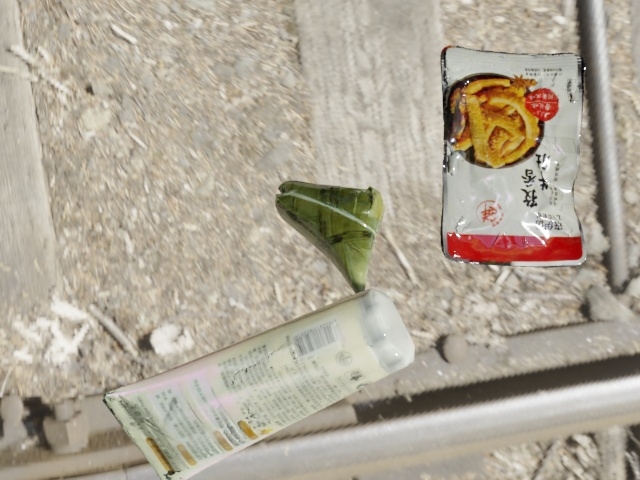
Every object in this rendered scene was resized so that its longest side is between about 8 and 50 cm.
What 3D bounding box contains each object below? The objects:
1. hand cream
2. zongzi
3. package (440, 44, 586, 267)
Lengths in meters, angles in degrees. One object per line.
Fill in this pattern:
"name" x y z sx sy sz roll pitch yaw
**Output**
"hand cream" -0.025 0.067 0.532 0.143 0.039 0.061 -24 115 11
"zongzi" 0.000 0.000 1.071 0.104 0.052 0.113 5 63 15
"package" 0.200 -0.089 1.199 0.154 0.030 0.239 3 77 -4
